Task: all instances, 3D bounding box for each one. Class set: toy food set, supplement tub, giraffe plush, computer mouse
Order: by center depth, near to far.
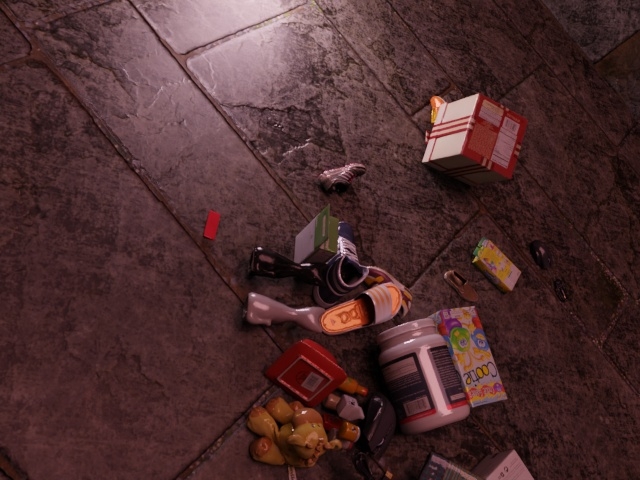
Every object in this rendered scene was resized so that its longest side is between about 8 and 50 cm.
[{"bbox_3d":[-0.053,0.454,1.532,0.181,0.170,0.210,-17,75,-38],"label":"giraffe plush"},{"bbox_3d":[0.072,0.437,1.642,0.104,0.111,0.232,27,15,-18],"label":"toy food set"},{"bbox_3d":[0.163,0.519,1.678,0.184,0.060,0.262,66,28,-22],"label":"computer mouse"},{"bbox_3d":[0.267,0.364,1.770,0.191,0.191,0.272,-5,69,-34],"label":"supplement tub"},{"bbox_3d":[0.823,0.104,2.360,0.071,0.041,0.242,-20,78,-39],"label":"computer mouse"}]

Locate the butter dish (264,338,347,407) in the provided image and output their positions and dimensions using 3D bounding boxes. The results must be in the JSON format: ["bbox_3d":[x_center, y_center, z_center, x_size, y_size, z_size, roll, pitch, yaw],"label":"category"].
[{"bbox_3d":[-0.029,0.310,1.660,0.160,0.160,0.118,38,28,-9],"label":"butter dish"}]

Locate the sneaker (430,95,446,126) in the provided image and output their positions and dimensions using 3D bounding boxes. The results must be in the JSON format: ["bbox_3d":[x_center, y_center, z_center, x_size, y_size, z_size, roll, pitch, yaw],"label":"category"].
[{"bbox_3d":[0.429,-0.448,2.395,0.067,0.064,0.175,-4,65,-24],"label":"sneaker"}]

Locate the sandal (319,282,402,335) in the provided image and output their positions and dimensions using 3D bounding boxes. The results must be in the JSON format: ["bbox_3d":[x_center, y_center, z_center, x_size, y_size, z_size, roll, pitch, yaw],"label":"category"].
[{"bbox_3d":[0.124,0.192,1.814,0.265,0.076,0.102,-21,84,-24],"label":"sandal"}]

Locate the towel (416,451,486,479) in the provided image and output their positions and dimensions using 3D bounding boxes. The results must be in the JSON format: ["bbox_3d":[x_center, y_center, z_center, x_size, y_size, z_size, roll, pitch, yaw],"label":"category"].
[{"bbox_3d":[0.377,0.729,1.641,0.370,0.040,0.271,29,75,0],"label":"towel"}]

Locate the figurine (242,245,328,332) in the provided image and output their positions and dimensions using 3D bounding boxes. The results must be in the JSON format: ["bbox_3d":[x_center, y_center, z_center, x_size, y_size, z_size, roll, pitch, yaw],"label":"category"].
[{"bbox_3d":[-0.084,0.133,1.707,0.209,0.092,0.215,10,60,-12],"label":"figurine"}]

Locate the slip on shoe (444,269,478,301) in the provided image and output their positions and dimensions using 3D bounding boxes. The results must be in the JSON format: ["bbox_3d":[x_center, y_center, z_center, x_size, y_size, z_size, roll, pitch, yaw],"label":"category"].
[{"bbox_3d":[0.453,0.143,2.104,0.135,0.041,0.051,43,50,-5],"label":"slip on shoe"}]

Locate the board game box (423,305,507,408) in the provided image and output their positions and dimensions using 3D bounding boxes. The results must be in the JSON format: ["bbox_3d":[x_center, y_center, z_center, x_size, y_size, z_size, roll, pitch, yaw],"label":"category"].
[{"bbox_3d":[0.392,0.344,1.892,0.144,0.142,0.275,-3,67,-33],"label":"board game box"}]

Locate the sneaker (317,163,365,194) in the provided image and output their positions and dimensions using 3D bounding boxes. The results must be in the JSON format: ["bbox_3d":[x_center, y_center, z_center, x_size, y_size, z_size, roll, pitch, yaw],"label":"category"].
[{"bbox_3d":[0.074,-0.183,2.027,0.170,0.063,0.075,-18,76,-33],"label":"sneaker"}]

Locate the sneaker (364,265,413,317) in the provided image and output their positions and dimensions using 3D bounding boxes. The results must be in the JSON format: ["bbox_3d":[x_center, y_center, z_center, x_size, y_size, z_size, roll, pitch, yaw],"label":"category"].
[{"bbox_3d":[0.185,0.148,1.915,0.185,0.069,0.084,33,52,-11],"label":"sneaker"}]

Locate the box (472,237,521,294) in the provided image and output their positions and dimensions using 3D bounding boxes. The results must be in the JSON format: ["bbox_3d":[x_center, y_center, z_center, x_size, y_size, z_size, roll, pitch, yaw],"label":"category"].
[{"bbox_3d":[0.581,0.082,2.219,0.179,0.043,0.105,46,51,-6],"label":"box"}]

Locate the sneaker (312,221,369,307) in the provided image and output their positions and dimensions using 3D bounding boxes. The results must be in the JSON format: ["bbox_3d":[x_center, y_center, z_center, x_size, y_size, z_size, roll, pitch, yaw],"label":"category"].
[{"bbox_3d":[0.072,0.044,1.843,0.099,0.153,0.282,29,53,-17],"label":"sneaker"}]

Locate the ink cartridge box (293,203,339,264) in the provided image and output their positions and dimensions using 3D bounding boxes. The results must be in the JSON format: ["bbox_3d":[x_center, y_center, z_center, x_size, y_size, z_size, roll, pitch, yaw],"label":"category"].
[{"bbox_3d":[0.000,0.000,1.784,0.062,0.209,0.109,17,58,-22],"label":"ink cartridge box"}]

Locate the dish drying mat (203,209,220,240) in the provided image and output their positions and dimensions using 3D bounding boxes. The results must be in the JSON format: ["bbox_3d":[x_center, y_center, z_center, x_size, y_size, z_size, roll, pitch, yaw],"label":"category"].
[{"bbox_3d":[-0.287,-0.040,1.755,0.032,0.008,0.083,23,54,-22],"label":"dish drying mat"}]

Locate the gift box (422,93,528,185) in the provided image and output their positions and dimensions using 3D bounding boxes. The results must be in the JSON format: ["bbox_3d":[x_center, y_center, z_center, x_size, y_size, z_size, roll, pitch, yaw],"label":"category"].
[{"bbox_3d":[0.528,-0.348,2.262,0.255,0.258,0.276,27,78,-21],"label":"gift box"}]

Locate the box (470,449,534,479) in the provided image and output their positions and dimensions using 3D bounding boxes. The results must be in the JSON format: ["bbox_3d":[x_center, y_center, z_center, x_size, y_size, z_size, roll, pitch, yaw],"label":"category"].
[{"bbox_3d":[0.484,0.692,1.777,0.181,0.119,0.182,-28,82,-38],"label":"box"}]
